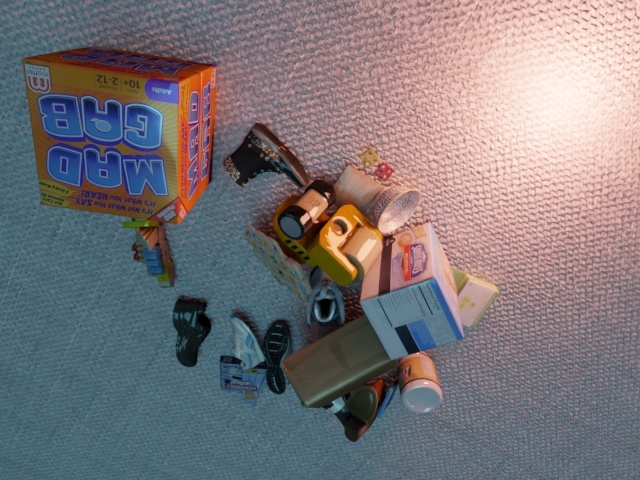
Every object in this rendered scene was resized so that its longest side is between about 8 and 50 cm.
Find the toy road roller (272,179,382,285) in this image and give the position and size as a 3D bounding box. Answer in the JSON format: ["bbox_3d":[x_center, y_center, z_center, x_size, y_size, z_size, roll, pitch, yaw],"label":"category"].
[{"bbox_3d":[0.000,0.000,1.464,0.329,0.202,0.240,42,140,-2],"label":"toy road roller"}]

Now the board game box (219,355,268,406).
[{"bbox_3d":[-0.297,0.549,1.849,0.193,0.060,0.194,5,115,0],"label":"board game box"}]

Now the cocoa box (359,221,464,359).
[{"bbox_3d":[0.279,0.142,1.453,0.227,0.347,0.232,-22,112,20],"label":"cocoa box"}]

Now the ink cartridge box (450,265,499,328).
[{"bbox_3d":[0.466,0.187,1.642,0.234,0.056,0.171,23,115,-10],"label":"ink cartridge box"}]

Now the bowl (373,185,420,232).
[{"bbox_3d":[0.220,-0.113,1.476,0.080,0.170,0.170,48,117,29],"label":"bowl"}]

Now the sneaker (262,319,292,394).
[{"bbox_3d":[-0.149,0.424,1.770,0.100,0.108,0.272,5,101,20],"label":"sneaker"}]

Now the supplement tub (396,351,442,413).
[{"bbox_3d":[0.351,0.503,1.717,0.144,0.200,0.145,1,115,2],"label":"supplement tub"}]

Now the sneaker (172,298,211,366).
[{"bbox_3d":[-0.461,0.345,1.738,0.130,0.109,0.287,0,118,-4],"label":"sneaker"}]

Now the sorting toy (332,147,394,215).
[{"bbox_3d":[0.110,-0.163,1.492,0.132,0.046,0.275,30,114,-11],"label":"sorting toy"}]

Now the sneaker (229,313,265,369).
[{"bbox_3d":[-0.283,0.373,1.734,0.092,0.087,0.229,-29,114,-19],"label":"sneaker"}]

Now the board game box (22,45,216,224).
[{"bbox_3d":[-0.501,-0.298,1.285,0.355,0.356,0.357,8,116,-2],"label":"board game box"}]

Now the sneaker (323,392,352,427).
[{"bbox_3d":[0.030,0.580,1.821,0.146,0.122,0.331,-17,104,11],"label":"sneaker"}]

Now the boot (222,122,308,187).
[{"bbox_3d":[-0.168,-0.217,1.460,0.178,0.085,0.236,-39,102,21],"label":"boot"}]

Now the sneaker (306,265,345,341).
[{"bbox_3d":[0.013,0.258,1.609,0.137,0.210,0.366,1,116,2],"label":"sneaker"}]

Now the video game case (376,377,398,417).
[{"bbox_3d":[0.259,0.576,1.771,0.015,0.166,0.119,27,102,19],"label":"video game case"}]

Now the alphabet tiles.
[{"bbox_3d":[-0.136,0.067,1.501,0.021,0.284,0.278,-41,133,-20],"label":"alphabet tiles"}]

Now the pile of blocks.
[{"bbox_3d":[-0.577,0.013,1.554,0.112,0.149,0.363,-4,116,4],"label":"pile of blocks"}]

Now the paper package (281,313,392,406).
[{"bbox_3d":[0.073,0.402,1.567,0.324,0.309,0.168,-29,69,-2],"label":"paper package"}]

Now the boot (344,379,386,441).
[{"bbox_3d":[0.191,0.583,1.750,0.108,0.220,0.284,23,124,26],"label":"boot"}]
